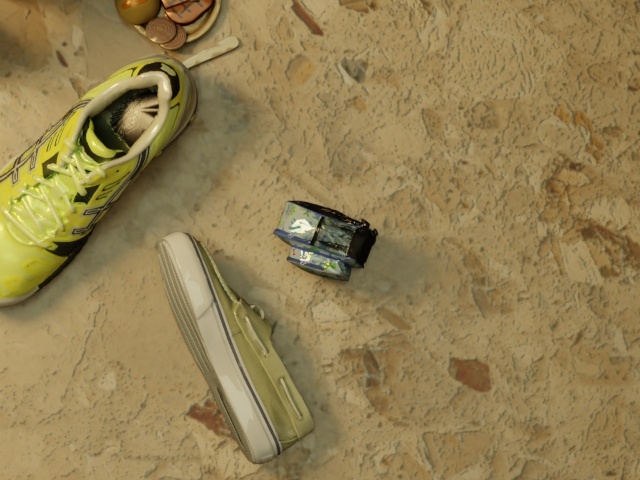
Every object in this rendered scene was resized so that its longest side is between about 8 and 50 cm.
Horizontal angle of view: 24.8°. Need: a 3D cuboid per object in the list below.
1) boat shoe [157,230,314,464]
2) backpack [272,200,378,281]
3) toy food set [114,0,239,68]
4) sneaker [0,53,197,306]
[{"bbox_3d":[-0.105,0.122,1.774,0.094,0.109,0.302,-25,96,-20],"label":"boat shoe"},{"bbox_3d":[0.000,0.000,1.778,0.114,0.105,0.084,22,87,11],"label":"backpack"},{"bbox_3d":[-0.190,-0.306,1.828,0.132,0.038,0.192,-27,87,-5],"label":"toy food set"},{"bbox_3d":[-0.306,-0.083,1.748,0.145,0.147,0.384,39,88,-1],"label":"sneaker"}]
